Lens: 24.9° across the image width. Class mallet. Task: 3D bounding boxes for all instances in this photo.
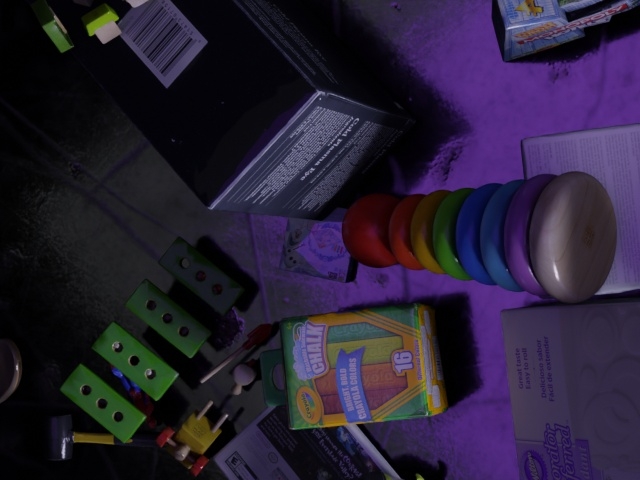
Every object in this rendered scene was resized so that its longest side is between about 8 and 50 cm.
[{"bbox_3d":[-0.273,0.266,1.875,0.190,0.039,0.062,8,94,15],"label":"mallet"}]

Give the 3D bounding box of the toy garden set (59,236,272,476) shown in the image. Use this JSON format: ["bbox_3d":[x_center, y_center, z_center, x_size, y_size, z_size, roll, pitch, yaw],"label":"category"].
[{"bbox_3d":[-0.172,0.153,1.819,0.204,0.049,0.244,39,92,5],"label":"toy garden set"}]

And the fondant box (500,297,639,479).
[{"bbox_3d":[0.338,0.181,1.529,0.330,0.096,0.238,-8,88,60],"label":"fondant box"}]

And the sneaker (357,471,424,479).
[{"bbox_3d":[0.072,0.383,1.727,0.097,0.084,0.234,11,113,-13],"label":"sneaker"}]

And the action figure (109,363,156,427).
[{"bbox_3d":[-0.239,0.189,1.862,0.038,0.030,0.115,-27,86,23],"label":"action figure"}]

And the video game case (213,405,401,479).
[{"bbox_3d":[-0.015,0.287,1.789,0.173,0.022,0.190,-44,77,16],"label":"video game case"}]

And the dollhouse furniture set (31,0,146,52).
[{"bbox_3d":[-0.221,-0.256,1.515,0.152,0.058,0.076,-31,69,0],"label":"dollhouse furniture set"}]

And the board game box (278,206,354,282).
[{"bbox_3d":[0.000,0.000,1.777,0.090,0.020,0.090,12,95,19],"label":"board game box"}]

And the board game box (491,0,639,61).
[{"bbox_3d":[0.264,-0.261,1.586,0.194,0.194,0.060,-16,86,20],"label":"board game box"}]

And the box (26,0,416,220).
[{"bbox_3d":[-0.106,-0.203,1.647,0.179,0.312,0.343,-46,73,15],"label":"box"}]

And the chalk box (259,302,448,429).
[{"bbox_3d":[0.028,0.150,1.697,0.213,0.132,0.132,-9,84,14],"label":"chalk box"}]

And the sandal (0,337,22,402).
[{"bbox_3d":[-0.467,0.200,1.931,0.180,0.049,0.072,-37,80,16],"label":"sandal"}]

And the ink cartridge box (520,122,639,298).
[{"bbox_3d":[0.353,-0.036,1.640,0.232,0.066,0.189,-7,89,11],"label":"ink cartridge box"}]

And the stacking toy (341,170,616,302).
[{"bbox_3d":[0.161,-0.012,1.635,0.330,0.141,0.141,5,93,42],"label":"stacking toy"}]
